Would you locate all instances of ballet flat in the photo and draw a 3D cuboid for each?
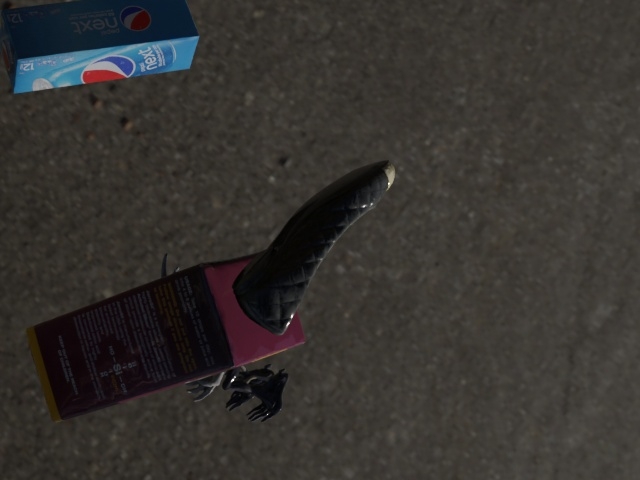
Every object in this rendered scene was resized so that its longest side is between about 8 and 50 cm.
[{"bbox_3d":[0.000,0.000,0.950,0.173,0.057,0.049,-46,107,-29],"label":"ballet flat"}]

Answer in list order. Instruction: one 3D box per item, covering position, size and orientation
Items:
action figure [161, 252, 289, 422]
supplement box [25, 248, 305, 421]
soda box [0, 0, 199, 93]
[{"bbox_3d":[-0.162,0.150,1.799,0.141,0.164,0.276,-45,123,-11],"label":"action figure"},{"bbox_3d":[-0.121,0.074,1.012,0.104,0.188,0.081,-12,83,-58],"label":"supplement box"},{"bbox_3d":[-0.250,-0.225,1.460,0.210,0.071,0.067,-12,156,-22],"label":"soda box"}]
